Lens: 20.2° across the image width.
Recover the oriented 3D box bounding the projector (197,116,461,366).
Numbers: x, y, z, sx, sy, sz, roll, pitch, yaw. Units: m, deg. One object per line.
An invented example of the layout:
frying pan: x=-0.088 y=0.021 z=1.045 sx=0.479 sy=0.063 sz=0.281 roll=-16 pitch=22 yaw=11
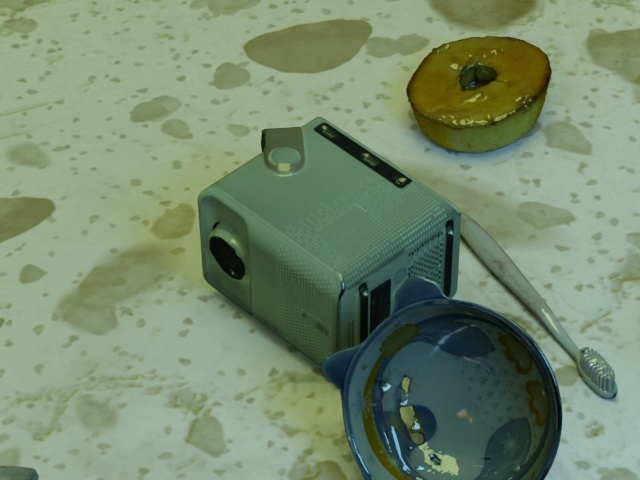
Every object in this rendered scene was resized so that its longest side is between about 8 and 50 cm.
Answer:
projector: x=0.000 y=0.000 z=1.807 sx=0.177 sy=0.163 sz=0.242 roll=-33 pitch=54 yaw=-31

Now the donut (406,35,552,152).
donut: x=0.181 y=-0.164 z=2.056 sx=0.162 sy=0.065 sz=0.178 roll=16 pitch=46 yaw=27

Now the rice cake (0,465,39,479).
rice cake: x=-0.364 y=0.227 z=1.664 sx=0.206 sy=0.036 sz=0.047 roll=1 pitch=29 yaw=5

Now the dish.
dish: x=0.117 y=0.150 z=1.640 sx=0.227 sy=0.236 sz=0.086 roll=8 pitch=6 yaw=18

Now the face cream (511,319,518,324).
face cream: x=0.145 y=0.114 z=1.721 sx=0.095 sy=0.091 sz=0.091 roll=-1 pitch=41 yaw=13

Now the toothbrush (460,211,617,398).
toothbrush: x=0.214 y=0.055 z=1.828 sx=0.025 sy=0.030 sz=0.307 roll=-23 pitch=45 yaw=-15
